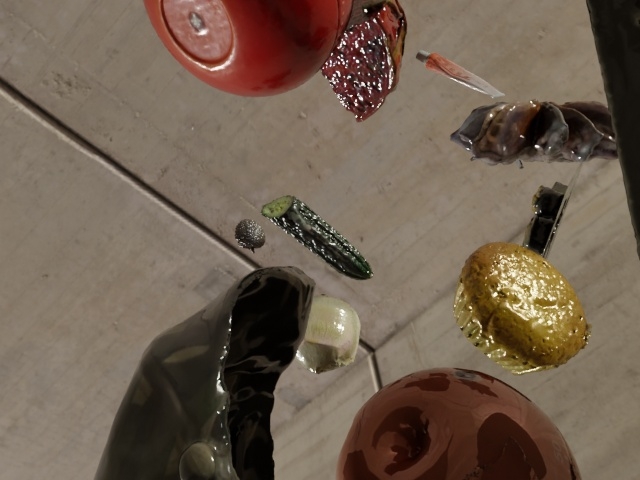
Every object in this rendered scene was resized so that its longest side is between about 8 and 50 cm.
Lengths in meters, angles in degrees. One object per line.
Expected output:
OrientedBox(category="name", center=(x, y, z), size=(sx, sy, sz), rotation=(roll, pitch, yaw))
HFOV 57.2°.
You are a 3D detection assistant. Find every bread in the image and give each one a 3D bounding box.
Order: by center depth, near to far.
OrientedBox(category="bread", center=(0.329, 0.113, 0.995), size=(0.240, 0.239, 0.139), rotation=(20, -37, -17))

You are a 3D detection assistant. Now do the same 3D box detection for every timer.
OrientedBox(category="timer", center=(0.134, 0.243, 0.576), size=(0.230, 0.229, 0.215), rotation=(-38, -57, 17))
OrientedBox(category="timer", center=(-0.134, -0.438, 1.025), size=(0.378, 0.279, 0.378), rotation=(21, -37, 17))

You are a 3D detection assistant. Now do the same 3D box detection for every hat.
OrientedBox(category="hat", center=(-0.113, 0.226, 0.470), size=(0.382, 0.366, 0.257), rotation=(-33, -41, 30))

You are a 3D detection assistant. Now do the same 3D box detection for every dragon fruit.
OrientedBox(category="dragon fruit", center=(0.087, -0.500, 1.355), size=(0.240, 0.330, 0.302), rotation=(12, -27, -17))

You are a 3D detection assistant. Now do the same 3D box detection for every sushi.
OrientedBox(category="sushi", center=(0.453, -0.011, 1.224), size=(0.064, 0.343, 0.359), rotation=(21, -61, 22))

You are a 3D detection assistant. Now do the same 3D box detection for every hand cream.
OrientedBox(category="hand cream", center=(0.299, -0.362, 1.280), size=(0.052, 0.216, 0.038), rotation=(-44, -26, -24))

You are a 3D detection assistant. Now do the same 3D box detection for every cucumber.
OrientedBox(category="cucumber", center=(0.000, -0.001, 1.210), size=(0.265, 0.077, 0.077), rotation=(40, -69, -19))

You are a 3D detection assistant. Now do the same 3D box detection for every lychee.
OrientedBox(category="lychee", center=(-0.162, -0.010, 1.355), size=(0.068, 0.067, 0.083), rotation=(-17, -92, -3))

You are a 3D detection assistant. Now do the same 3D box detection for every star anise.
OrientedBox(category="star anise", center=(0.275, -0.136, 0.767), size=(0.236, 0.229, 0.093), rotation=(-12, -75, -46))

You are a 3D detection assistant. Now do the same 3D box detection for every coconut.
OrientedBox(category="coconut", center=(0.010, 0.296, 1.788), size=(0.227, 0.230, 0.227), rotation=(10, -23, 4))

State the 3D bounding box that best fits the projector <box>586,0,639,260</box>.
OrientedBox(category="projector", center=(0.364, -0.058, 0.348), size=(0.405, 0.395, 0.242), rotation=(13, -22, -39))
